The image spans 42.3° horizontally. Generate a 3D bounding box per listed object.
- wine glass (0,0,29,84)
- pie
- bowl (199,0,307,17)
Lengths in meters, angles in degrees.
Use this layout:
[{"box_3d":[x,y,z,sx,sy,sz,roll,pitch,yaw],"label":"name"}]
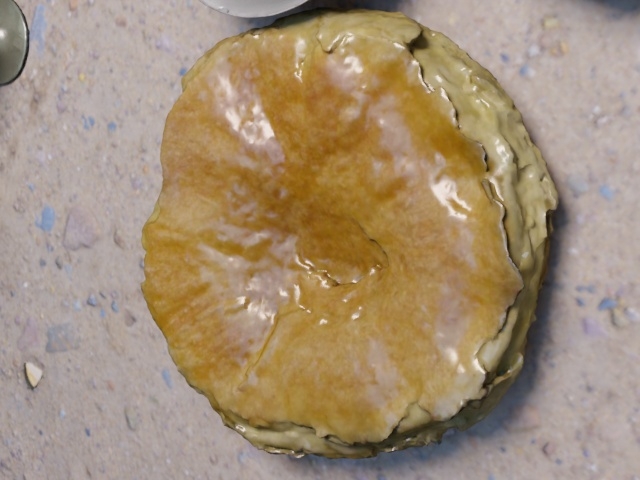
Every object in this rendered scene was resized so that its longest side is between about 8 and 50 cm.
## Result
[{"box_3d":[-0.365,-0.183,0.721,0.093,0.202,0.093,5,99,31],"label":"wine glass"},{"box_3d":[0.000,0.000,0.587,0.339,0.083,0.339,5,99,34],"label":"pie"},{"box_3d":[-0.019,-0.245,0.561,0.189,0.086,0.189,6,101,30],"label":"bowl"}]
